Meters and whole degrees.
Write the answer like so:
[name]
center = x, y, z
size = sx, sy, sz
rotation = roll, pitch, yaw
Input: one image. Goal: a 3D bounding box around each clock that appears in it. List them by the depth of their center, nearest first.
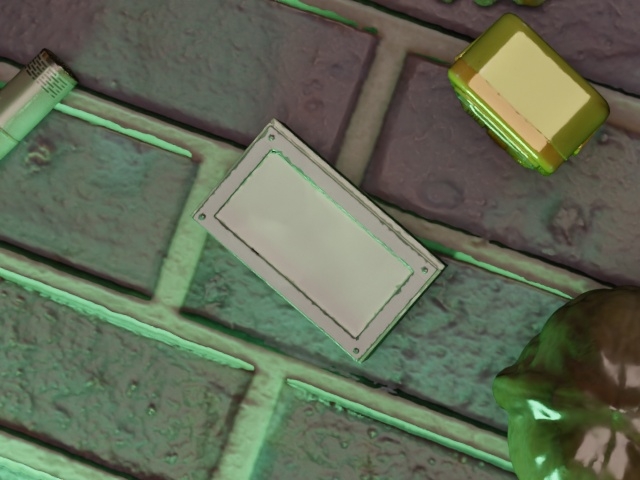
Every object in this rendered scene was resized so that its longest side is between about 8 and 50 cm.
[clock]
center = 0.197, -0.135, 1.858
size = 0.096, 0.202, 0.143
rotation = -43, 86, 3

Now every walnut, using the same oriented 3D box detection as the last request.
[walnut]
center = 0.286, 0.164, 1.841
size = 0.248, 0.248, 0.248
rotation = 0, 90, 6

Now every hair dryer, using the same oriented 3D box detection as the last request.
[hair dryer]
center = -0.391, -0.173, 1.998
size = 0.195, 0.053, 0.220
rotation = -45, 85, 5

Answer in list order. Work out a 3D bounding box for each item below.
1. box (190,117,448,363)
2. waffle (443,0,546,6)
[box]
center = 0.000, 0.000, 1.940
size = 0.225, 0.086, 0.129
rotation = 41, 94, 5
[waffle]
center = 0.198, -0.342, 1.931
size = 0.204, 0.054, 0.223
rotation = -9, 88, 6
